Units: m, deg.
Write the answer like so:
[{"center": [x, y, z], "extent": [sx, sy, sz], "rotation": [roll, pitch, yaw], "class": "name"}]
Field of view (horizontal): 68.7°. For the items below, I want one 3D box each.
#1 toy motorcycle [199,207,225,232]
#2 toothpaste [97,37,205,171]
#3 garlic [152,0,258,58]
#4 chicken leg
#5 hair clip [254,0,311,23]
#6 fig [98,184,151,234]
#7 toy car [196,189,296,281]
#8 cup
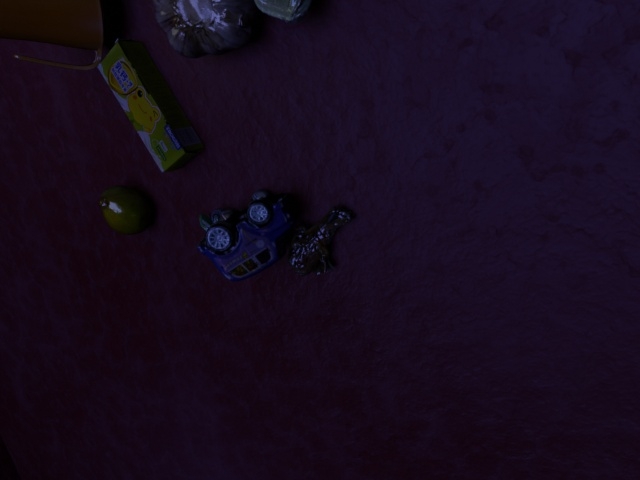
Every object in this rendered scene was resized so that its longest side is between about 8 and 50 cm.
[{"center": [-0.254, 0.010, 1.237], "extent": [0.106, 0.074, 0.190], "rotation": [-11, 103, 39], "class": "toy motorcycle"}, {"center": [-0.428, -0.337, 1.190], "extent": [0.110, 0.077, 0.327], "rotation": [-29, 93, 35], "class": "toothpaste"}, {"center": [-0.238, -0.507, 0.989], "extent": [0.245, 0.160, 0.245], "rotation": [5, 123, 8], "class": "garlic"}, {"center": [-0.007, -0.003, 1.101], "extent": [0.125, 0.080, 0.196], "rotation": [24, 111, 7], "class": "chicken leg"}, {"center": [-0.025, -0.580, 0.885], "extent": [0.138, 0.091, 0.321], "rotation": [27, 108, 16], "class": "hair clip"}, {"center": [-0.552, -0.087, 1.328], "extent": [0.136, 0.120, 0.153], "rotation": [-27, 117, 27], "class": "fig"}, {"center": [-0.156, -0.012, 1.096], "extent": [0.235, 0.172, 0.158], "rotation": [-30, 104, 5], "class": "toy car"}, {"center": [-0.648, -0.527, 1.120], "extent": [0.182, 0.264, 0.226], "rotation": [27, 123, 53], "class": "cup"}]
